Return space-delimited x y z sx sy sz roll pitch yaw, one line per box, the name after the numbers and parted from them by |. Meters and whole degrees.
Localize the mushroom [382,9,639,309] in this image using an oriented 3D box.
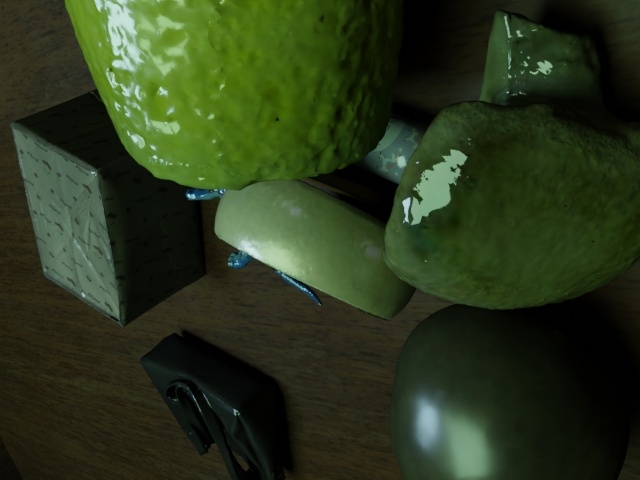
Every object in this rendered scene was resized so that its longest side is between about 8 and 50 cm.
0.195 -0.036 0.773 0.217 0.212 0.292 32 119 17 | mushroom

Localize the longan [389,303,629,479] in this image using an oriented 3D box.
0.195 0.189 0.903 0.258 0.258 0.258 28 135 33 | longan

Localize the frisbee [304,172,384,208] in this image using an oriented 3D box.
-0.040 -0.092 0.996 0.251 0.251 0.021 25 94 35 | frisbee

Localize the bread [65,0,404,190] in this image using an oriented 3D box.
-0.070 -0.237 0.804 0.348 0.348 0.307 27 136 34 | bread

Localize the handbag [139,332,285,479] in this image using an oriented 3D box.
-0.186 0.319 1.547 0.285 0.113 0.257 20 137 39 | handbag

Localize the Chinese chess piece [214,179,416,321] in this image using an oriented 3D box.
0.000 0.000 0.999 0.251 0.251 0.097 27 90 34 | Chinese chess piece

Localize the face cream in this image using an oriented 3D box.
0.060 -0.115 0.970 0.229 0.075 0.075 25 133 34 | face cream

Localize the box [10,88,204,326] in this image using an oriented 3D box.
-0.330 -0.057 1.360 0.225 0.190 0.297 27 135 32 | box

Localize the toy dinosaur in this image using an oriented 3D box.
-0.105 -0.043 1.213 0.144 0.076 0.329 -25 86 46 | toy dinosaur
